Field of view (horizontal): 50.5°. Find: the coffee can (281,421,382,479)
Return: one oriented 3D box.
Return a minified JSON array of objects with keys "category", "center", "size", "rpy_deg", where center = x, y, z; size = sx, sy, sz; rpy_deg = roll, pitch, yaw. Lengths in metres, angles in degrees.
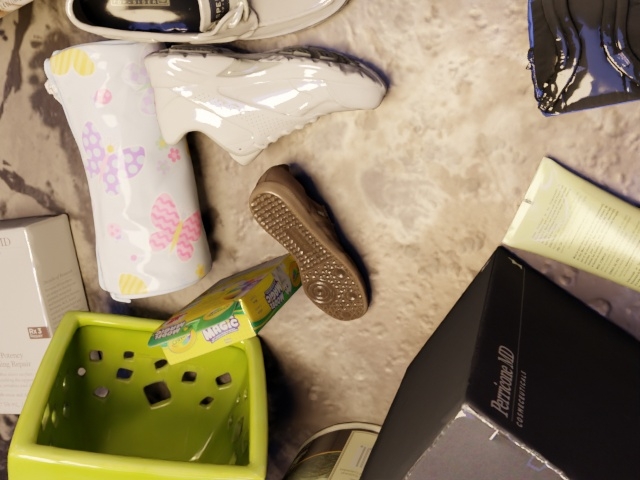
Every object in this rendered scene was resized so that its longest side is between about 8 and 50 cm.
[{"category":"coffee can","center":[0.017,0.338,0.676],"size":[0.201,0.275,0.202],"rpy_deg":[4,105,17]}]

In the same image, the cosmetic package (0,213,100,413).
[{"category":"cosmetic package","center":[-0.356,0.091,0.834],"size":[0.117,0.085,0.231],"rpy_deg":[-6,103,18]}]

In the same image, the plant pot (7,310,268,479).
[{"category":"plant pot","center":[-0.188,0.229,0.716],"size":[0.228,0.227,0.207],"rpy_deg":[11,116,-12]}]

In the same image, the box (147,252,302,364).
[{"category":"box","center":[-0.090,0.069,0.691],"size":[0.105,0.179,0.043],"rpy_deg":[-21,97,22]}]

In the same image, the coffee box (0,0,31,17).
[{"category":"coffee box","center":[-0.323,-0.290,0.632],"size":[0.246,0.098,0.141],"rpy_deg":[-31,129,-7]}]

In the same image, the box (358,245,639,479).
[{"category":"box","center":[0.211,0.200,0.543],"size":[0.312,0.343,0.179],"rpy_deg":[36,112,7]}]

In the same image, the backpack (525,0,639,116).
[{"category":"backpack","center":[0.221,-0.171,0.572],"size":[0.097,0.101,0.120],"rpy_deg":[-9,97,18]}]

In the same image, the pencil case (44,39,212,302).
[{"category":"pencil case","center":[-0.197,-0.075,0.716],"size":[0.113,0.124,0.273],"rpy_deg":[7,112,54]}]

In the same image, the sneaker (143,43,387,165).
[{"category":"sneaker","center":[-0.052,-0.131,0.670],"size":[0.232,0.090,0.115],"rpy_deg":[2,114,1]}]

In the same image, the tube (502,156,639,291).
[{"category":"tube","center":[0.298,0.011,0.623],"size":[0.240,0.062,0.070],"rpy_deg":[25,69,15]}]

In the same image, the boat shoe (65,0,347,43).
[{"category":"boat shoe","center":[-0.099,-0.228,0.626],"size":[0.267,0.088,0.096],"rpy_deg":[-1,121,-5]}]

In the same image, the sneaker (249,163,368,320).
[{"category":"sneaker","center":[0.000,0.000,0.711],"size":[0.066,0.071,0.188],"rpy_deg":[-18,121,29]}]
